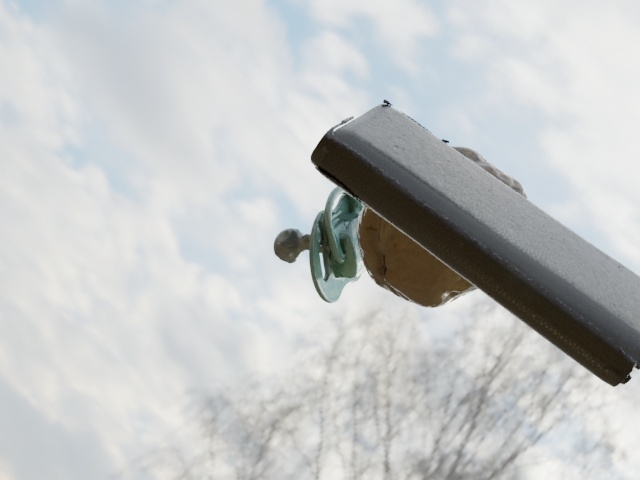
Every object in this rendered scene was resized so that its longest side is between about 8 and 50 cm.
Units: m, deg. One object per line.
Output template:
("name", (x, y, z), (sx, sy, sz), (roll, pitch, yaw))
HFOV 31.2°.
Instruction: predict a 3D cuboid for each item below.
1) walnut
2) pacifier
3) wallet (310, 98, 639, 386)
("walnut", (0.112, -0.017, 1.076), (0.167, 0.166, 0.149), (18, -40, 41))
("pacifier", (0.000, 0.000, 1.286), (0.117, 0.150, 0.126), (3, -63, 25))
("wallet", (0.093, -0.004, 0.625), (0.198, 0.110, 0.031), (36, -65, 7))
